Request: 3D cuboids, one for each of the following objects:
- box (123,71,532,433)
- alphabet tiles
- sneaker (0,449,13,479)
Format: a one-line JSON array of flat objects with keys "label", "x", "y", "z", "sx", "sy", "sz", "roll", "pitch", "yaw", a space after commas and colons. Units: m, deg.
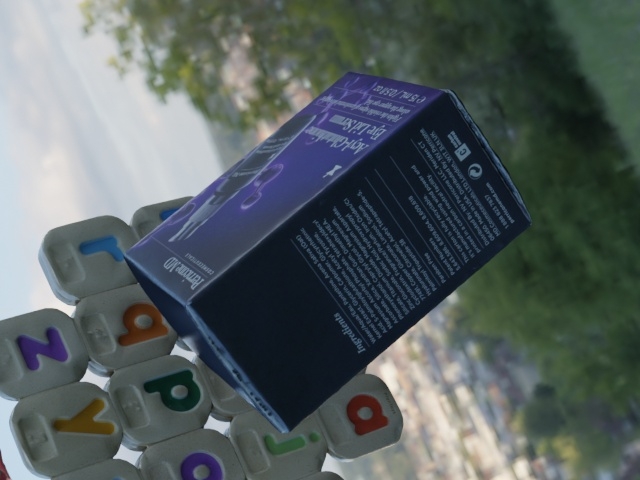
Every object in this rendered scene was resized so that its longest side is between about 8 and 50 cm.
[{"label": "box", "x": 0.000, "y": 0.000, "z": 0.877, "sx": 0.108, "sy": 0.207, "sz": 0.153, "roll": 55, "pitch": 168, "yaw": -22}, {"label": "alphabet tiles", "x": -0.084, "y": 0.104, "z": 0.966, "sx": 0.284, "sy": 0.278, "sz": 0.021, "roll": 63, "pitch": 145, "yaw": 17}, {"label": "sneaker", "x": -0.380, "y": 0.317, "z": 1.497, "sx": 0.136, "sy": 0.116, "sz": 0.314, "roll": -68, "pitch": 23, "yaw": 12}]
